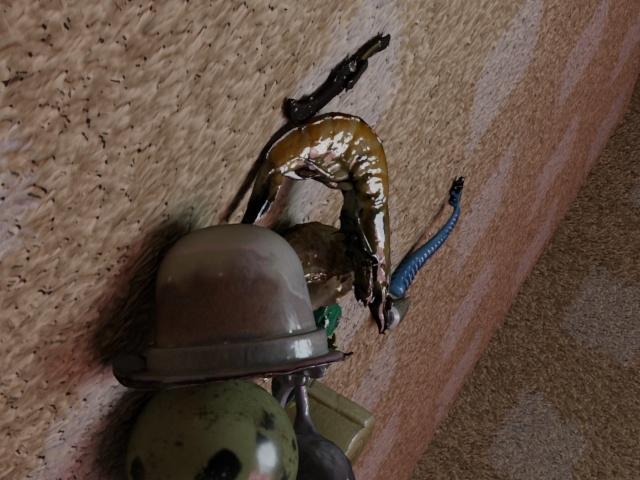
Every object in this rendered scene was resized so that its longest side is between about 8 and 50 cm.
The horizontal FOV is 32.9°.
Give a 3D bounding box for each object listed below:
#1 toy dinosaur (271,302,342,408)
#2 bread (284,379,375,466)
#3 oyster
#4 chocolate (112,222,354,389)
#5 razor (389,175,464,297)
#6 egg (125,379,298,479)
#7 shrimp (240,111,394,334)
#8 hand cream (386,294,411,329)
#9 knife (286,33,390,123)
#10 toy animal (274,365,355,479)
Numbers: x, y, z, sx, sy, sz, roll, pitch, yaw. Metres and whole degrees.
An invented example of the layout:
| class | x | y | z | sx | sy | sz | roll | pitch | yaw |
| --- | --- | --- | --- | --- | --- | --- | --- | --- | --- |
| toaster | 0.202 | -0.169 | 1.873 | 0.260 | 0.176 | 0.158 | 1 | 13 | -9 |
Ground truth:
| class | x | y | z | sx | sy | sz | roll | pitch | yaw |
| --- | --- | --- | --- | --- | --- | --- | --- | --- | --- |
| toy dinosaur | -0.011 | 0.088 | 1.366 | 0.153 | 0.094 | 0.259 | 36 | 75 | -74 |
| bread | -0.011 | 0.284 | 1.564 | 0.148 | 0.141 | 0.134 | -55 | 161 | -19 |
| oyster | -0.046 | 0.063 | 1.232 | 0.233 | 0.107 | 0.161 | -39 | 166 | -13 |
| chocolate | -0.088 | 0.059 | 0.999 | 0.221 | 0.221 | 0.147 | 11 | 67 | -72 |
| razor | 0.192 | 0.000 | 1.891 | 0.253 | 0.042 | 0.082 | -52 | 162 | -28 |
| egg | -0.112 | 0.224 | 1.129 | 0.177 | 0.177 | 0.228 | -61 | -177 | -4 |
| shrimp | 0.000 | 0.000 | 1.151 | 0.198 | 0.051 | 0.262 | -20 | 111 | -33 |
| hand cream | 0.133 | 0.131 | 1.921 | 0.067 | 0.042 | 0.194 | -65 | 167 | 6 |
| knife | 0.024 | -0.171 | 1.168 | 0.222 | 0.021 | 0.045 | -42 | 151 | -47 |
| toy animal | -0.032 | 0.237 | 1.239 | 0.081 | 0.367 | 0.206 | -8 | 107 | -38 |
